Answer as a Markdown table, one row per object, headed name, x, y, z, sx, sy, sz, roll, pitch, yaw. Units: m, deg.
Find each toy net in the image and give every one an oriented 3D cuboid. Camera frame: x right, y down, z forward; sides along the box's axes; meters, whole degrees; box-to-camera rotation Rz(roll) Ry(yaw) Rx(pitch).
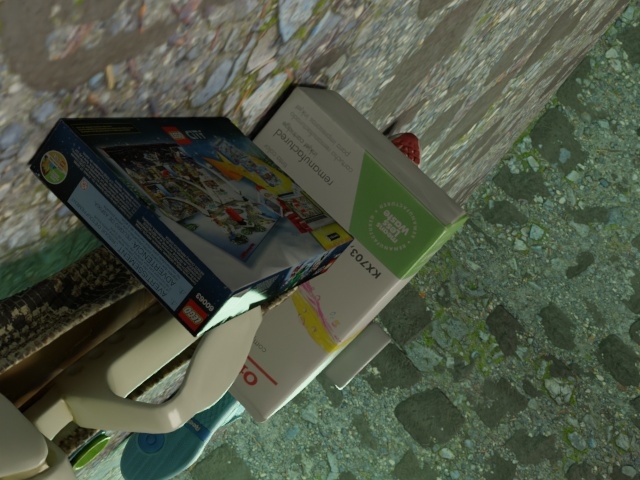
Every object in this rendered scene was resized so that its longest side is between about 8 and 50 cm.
| name | x | y | z | sx | sy | sz | roll | pitch | yaw |
| --- | --- | --- | --- | --- | --- | --- | --- | --- | --- |
| toy net | -0.402 | 0.342 | 1.181 | 0.232 | 0.045 | 0.122 | -43 | 171 | -10 |

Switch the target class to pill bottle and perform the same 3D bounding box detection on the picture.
| name | x | y | z | sx | sy | sz | roll | pitch | yaw |
| --- | --- | --- | --- | --- | --- | --- | --- | --- | --- |
| pill bottle | -0.015 | 0.092 | 1.192 | 0.131 | 0.229 | 0.131 | -43 | 171 | -9 |

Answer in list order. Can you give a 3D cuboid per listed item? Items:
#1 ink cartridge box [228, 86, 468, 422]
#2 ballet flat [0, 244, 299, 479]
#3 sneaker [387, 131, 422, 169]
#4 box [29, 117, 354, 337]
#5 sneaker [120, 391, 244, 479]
| name | x | y | z | sx | sy | sz | roll | pitch | yaw |
| --- | --- | --- | --- | --- | --- | --- | --- | --- | --- |
| ink cartridge box | -0.044 | 0.037 | 0.898 | 0.353 | 0.207 | 0.119 | -49 | 172 | 20 |
| ballet flat | -0.189 | 0.108 | 0.654 | 0.483 | 0.182 | 0.164 | -37 | 141 | -37 |
| sneaker | 0.107 | -0.109 | 1.365 | 0.092 | 0.088 | 0.225 | -63 | -179 | -31 |
| box | -0.080 | -0.024 | 0.634 | 0.044 | 0.159 | 0.233 | -50 | 169 | 20 |
| sneaker | -0.252 | 0.369 | 1.697 | 0.319 | 0.127 | 0.208 | -42 | 169 | -12 |
